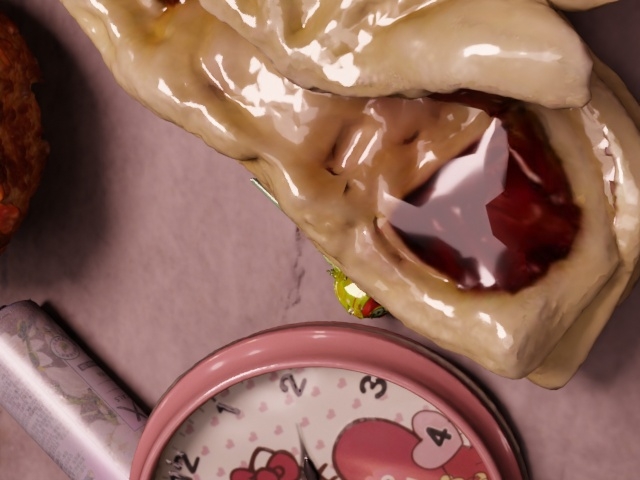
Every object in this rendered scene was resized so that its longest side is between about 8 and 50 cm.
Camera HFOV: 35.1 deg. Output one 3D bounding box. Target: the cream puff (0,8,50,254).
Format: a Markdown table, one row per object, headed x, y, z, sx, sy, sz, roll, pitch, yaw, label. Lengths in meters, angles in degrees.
| x | y | z | sx | sy | sz | roll | pitch | yaw | label |
| --- | --- | --- | --- | --- | --- | --- | --- | --- | --- |
| -0.272 | -0.077 | 0.643 | 0.240 | 0.164 | 0.240 | 7 | 101 | 39 | cream puff |

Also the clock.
| x | y | z | sx | sy | sz | roll | pitch | yaw | label |
| --- | --- | --- | --- | --- | --- | --- | --- | --- | --- |
| 0.004 | 0.166 | 0.611 | 0.244 | 0.056 | 0.244 | 1 | 106 | 4 | clock |

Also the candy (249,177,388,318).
| x | y | z | sx | sy | sz | roll | pitch | yaw | label |
| --- | --- | --- | --- | --- | --- | --- | --- | --- | --- |
| 0.000 | 0.000 | 0.614 | 0.123 | 0.035 | 0.035 | 45 | 128 | 20 | candy |

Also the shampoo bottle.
| x | y | z | sx | sy | sz | roll | pitch | yaw | label |
| --- | --- | --- | --- | --- | --- | --- | --- | --- | --- |
| -0.149 | 0.133 | 0.687 | 0.214 | 0.072 | 0.072 | 42 | 116 | 12 | shampoo bottle |

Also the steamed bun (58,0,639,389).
| x | y | z | sx | sy | sz | roll | pitch | yaw | label |
| --- | --- | --- | --- | --- | --- | --- | --- | --- | --- |
| 0.008 | -0.123 | 0.496 | 0.428 | 0.189 | 0.247 | 43 | 108 | 10 | steamed bun |
